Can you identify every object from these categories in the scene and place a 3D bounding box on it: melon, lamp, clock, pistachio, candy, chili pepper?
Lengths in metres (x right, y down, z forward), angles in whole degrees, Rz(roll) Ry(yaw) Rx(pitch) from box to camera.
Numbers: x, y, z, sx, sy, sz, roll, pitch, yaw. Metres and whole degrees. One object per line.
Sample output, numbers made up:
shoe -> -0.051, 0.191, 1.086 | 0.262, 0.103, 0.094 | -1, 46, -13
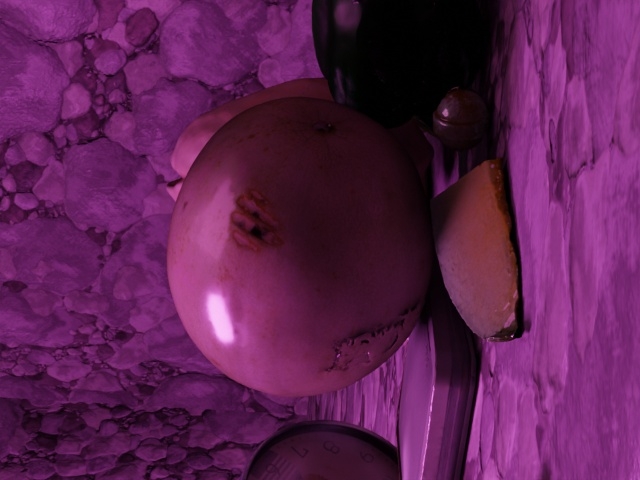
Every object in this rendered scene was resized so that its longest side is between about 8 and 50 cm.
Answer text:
melon -> -0.018, 0.019, 1.489 | 0.268, 0.268, 0.330 | -90, 9, -51
lamp -> 0.115, 0.167, 1.567 | 0.266, 0.047, 0.269 | -93, 8, -60
clock -> 0.011, 0.306, 1.690 | 0.049, 0.226, 0.226 | 102, 172, -47
pistachio -> -0.032, -0.086, 1.715 | 0.226, 0.331, 0.208 | -57, -41, -62
melon -> 0.152, 0.014, 1.295 | 0.262, 0.053, 0.114 | -98, 30, -56
candy -> 0.141, -0.058, 1.469 | 0.061, 0.061, 0.202 | -91, -2, -57
chili pepper -> 0.079, -0.193, 1.521 | 0.174, 0.165, 0.261 | 40, 154, 39

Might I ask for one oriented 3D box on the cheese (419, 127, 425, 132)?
cheese -> 0.117, -0.214, 1.752 | 0.249, 0.070, 0.163 | 119, 153, -83

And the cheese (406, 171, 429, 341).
cheese -> 0.000, 0.000, 1.850 | 0.124, 0.265, 0.242 | 98, 174, -56
